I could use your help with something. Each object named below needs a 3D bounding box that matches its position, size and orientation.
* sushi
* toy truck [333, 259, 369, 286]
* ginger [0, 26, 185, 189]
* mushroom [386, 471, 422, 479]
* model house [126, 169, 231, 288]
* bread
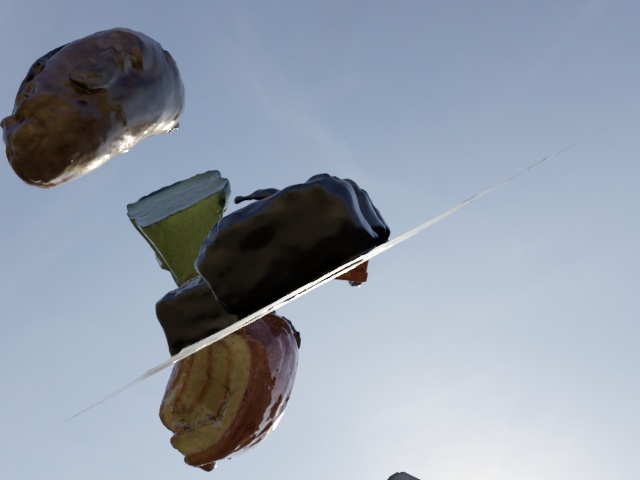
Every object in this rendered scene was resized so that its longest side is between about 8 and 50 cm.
[{"bbox_3d":[-0.019,0.004,0.456,0.069,0.339,0.320,62,-34,4],"label":"sushi"},{"bbox_3d":[0.000,0.000,1.134,0.107,0.252,0.114,6,-77,-21],"label":"toy truck"},{"bbox_3d":[-0.275,-0.186,0.798,0.165,0.321,0.172,23,-63,5],"label":"ginger"},{"bbox_3d":[0.136,0.336,0.686,0.084,0.209,0.071,-17,-65,-18],"label":"mushroom"},{"bbox_3d":[-0.244,-0.009,1.220,0.195,0.214,0.189,-27,-66,-18],"label":"model house"},{"bbox_3d":[-0.131,0.206,0.899,0.190,0.244,0.123,18,3,33],"label":"bread"}]
